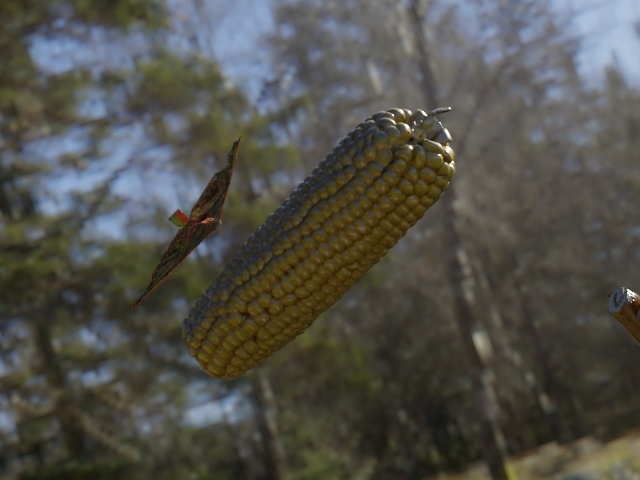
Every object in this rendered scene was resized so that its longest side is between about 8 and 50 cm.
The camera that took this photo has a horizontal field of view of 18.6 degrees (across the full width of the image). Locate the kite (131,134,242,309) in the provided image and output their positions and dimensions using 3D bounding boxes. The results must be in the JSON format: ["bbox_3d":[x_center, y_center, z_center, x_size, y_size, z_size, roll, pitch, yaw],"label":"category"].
[{"bbox_3d":[-0.114,-0.016,1.785,0.190,0.010,0.159,-58,-13,9],"label":"kite"}]

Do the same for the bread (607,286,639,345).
[{"bbox_3d":[0.366,0.094,2.246,0.036,0.083,0.047,-38,17,23],"label":"bread"}]

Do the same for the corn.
[{"bbox_3d":[0.000,0.000,1.670,0.310,0.101,0.101,-45,-15,13],"label":"corn"}]
